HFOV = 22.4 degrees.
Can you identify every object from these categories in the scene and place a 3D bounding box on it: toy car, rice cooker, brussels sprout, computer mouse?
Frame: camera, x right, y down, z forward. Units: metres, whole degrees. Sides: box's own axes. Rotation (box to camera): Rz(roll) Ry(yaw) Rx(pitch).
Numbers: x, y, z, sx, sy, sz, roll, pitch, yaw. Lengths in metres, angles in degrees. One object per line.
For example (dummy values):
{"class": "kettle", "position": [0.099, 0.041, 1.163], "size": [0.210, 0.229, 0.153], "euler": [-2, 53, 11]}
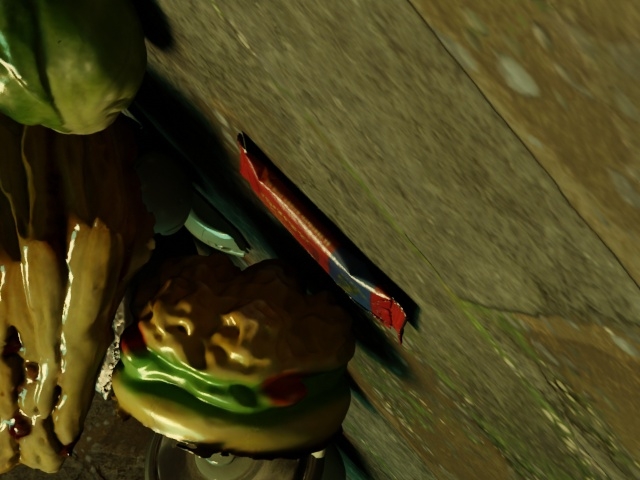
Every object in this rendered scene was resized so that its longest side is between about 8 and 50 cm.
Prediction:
{"class": "toy car", "position": [-0.183, -0.057, 1.632], "size": [0.112, 0.112, 0.139], "euler": [20, 145, 38]}
{"class": "rice cooker", "position": [-0.104, 0.337, 2.333], "size": [0.316, 0.264, 0.316], "euler": [-6, -90, -78]}
{"class": "brussels sprout", "position": [-0.203, -0.154, 1.212], "size": [0.183, 0.131, 0.145], "euler": [58, 172, -26]}
{"class": "computer mouse", "position": [-0.117, -0.013, 1.690], "size": [0.110, 0.032, 0.056], "euler": [43, 170, 26]}

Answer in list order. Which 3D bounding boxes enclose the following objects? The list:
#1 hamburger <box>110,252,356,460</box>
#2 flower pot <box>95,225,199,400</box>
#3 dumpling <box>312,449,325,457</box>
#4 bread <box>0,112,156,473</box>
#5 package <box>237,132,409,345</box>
{"class": "hamburger", "position": [-0.073, 0.092, 1.478], "size": [0.237, 0.148, 0.237], "euler": [8, -166, -2]}
{"class": "flower pot", "position": [-0.302, 0.038, 1.885], "size": [0.379, 0.379, 0.251], "euler": [44, -151, 19]}
{"class": "dumpling", "position": [-0.048, 0.134, 1.790], "size": [0.151, 0.124, 0.229], "euler": [-87, -24, -49]}
{"class": "bread", "position": [-0.296, 0.006, 1.489], "size": [0.370, 0.192, 0.314], "euler": [115, 146, -44]}
{"class": "package", "position": [0.000, 0.000, 1.275], "size": [0.200, 0.022, 0.083], "euler": [47, 170, 14]}
